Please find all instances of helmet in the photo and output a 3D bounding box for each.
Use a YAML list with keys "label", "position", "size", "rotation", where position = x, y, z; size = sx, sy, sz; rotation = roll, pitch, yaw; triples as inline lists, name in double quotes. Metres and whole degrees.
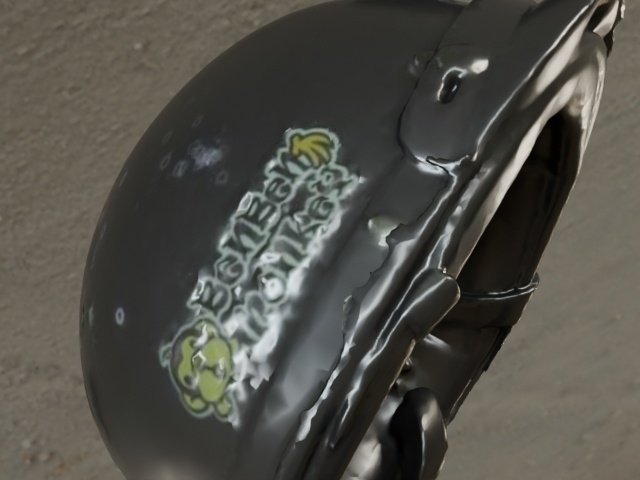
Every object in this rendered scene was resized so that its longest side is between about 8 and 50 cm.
- label: "helmet"
  position: [0.000, 0.000, 0.461]
  size: [0.279, 0.160, 0.230]
  rotation: [-66, 162, 5]
